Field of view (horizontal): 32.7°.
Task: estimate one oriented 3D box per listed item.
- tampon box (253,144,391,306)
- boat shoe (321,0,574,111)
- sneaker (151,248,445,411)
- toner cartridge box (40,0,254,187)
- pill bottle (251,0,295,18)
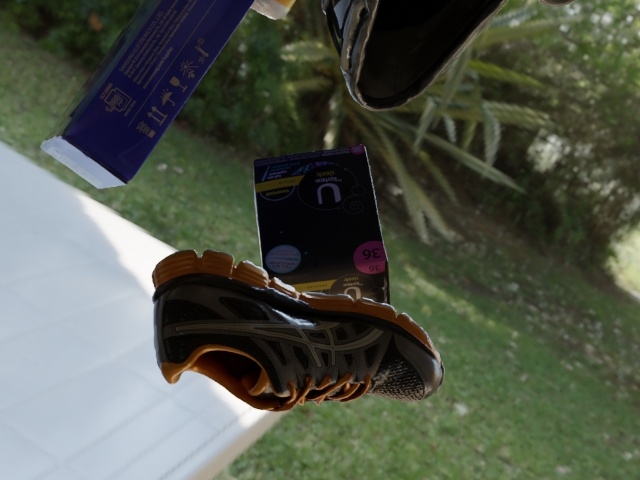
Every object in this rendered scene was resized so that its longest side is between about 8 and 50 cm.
[{"bbox_3d":[0.000,0.000,1.103,0.120,0.101,0.161,-8,48,-1],"label":"tampon box"},{"bbox_3d":[0.073,-0.161,0.507,0.113,0.306,0.104,6,66,-23],"label":"boat shoe"},{"bbox_3d":[-0.017,0.078,0.730,0.215,0.084,0.083,17,54,-17],"label":"sneaker"},{"bbox_3d":[-0.130,-0.212,1.038,0.075,0.347,0.165,36,-12,-19],"label":"toner cartridge box"},{"bbox_3d":[-0.043,-0.409,1.250,0.162,0.278,0.162,30,11,-6],"label":"pill bottle"}]
